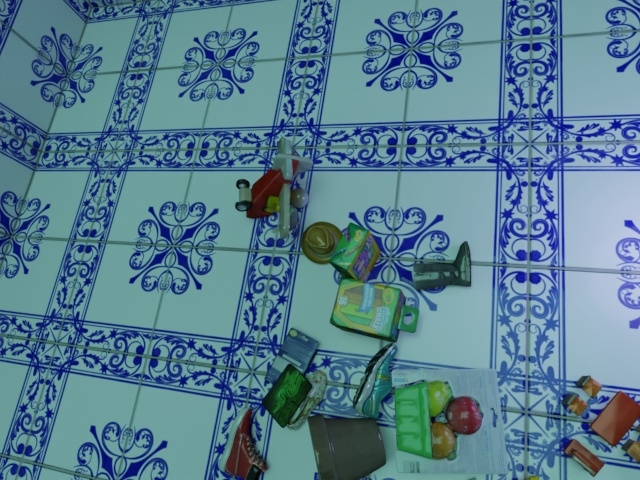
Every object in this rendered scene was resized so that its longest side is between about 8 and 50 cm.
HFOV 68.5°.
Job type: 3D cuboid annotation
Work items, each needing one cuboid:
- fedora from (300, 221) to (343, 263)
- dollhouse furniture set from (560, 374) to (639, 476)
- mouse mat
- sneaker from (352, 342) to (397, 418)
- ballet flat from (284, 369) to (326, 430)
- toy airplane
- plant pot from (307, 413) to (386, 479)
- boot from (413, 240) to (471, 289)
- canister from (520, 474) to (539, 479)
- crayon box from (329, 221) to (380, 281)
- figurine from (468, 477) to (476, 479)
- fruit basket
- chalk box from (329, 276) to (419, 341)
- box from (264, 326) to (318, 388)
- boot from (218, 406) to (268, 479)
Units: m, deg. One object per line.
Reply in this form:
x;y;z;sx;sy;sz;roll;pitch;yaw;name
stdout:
0.000;0.000;1.918;0.194;0.079;0.194;-5;71;15;fedora
0.861;0.578;1.417;0.262;0.135;0.259;39;86;25;dollhouse furniture set
-0.126;0.570;1.733;0.153;0.007;0.189;32;85;43;mouse mat
0.211;0.497;1.676;0.110;0.107;0.275;29;72;-2;sneaker
-0.054;0.590;1.729;0.091;0.077;0.241;25;80;24;ballet flat
-0.149;-0.225;1.941;0.384;0.273;0.386;29;96;55;toy airplane
0.091;0.698;1.570;0.229;0.263;0.263;-12;67;-5;plant pot
0.453;0.094;1.758;0.209;0.076;0.189;-2;69;24;boot
0.608;0.812;1.449;0.170;0.073;0.126;-20;66;11;canister
0.135;0.061;1.745;0.081;0.278;0.165;25;80;22;crayon box
0.432;0.879;1.480;0.210;0.092;0.214;-16;66;3;figurine
0.420;0.595;1.563;0.353;0.165;0.326;-1;71;0;fruit basket
0.208;0.260;1.708;0.289;0.179;0.180;9;75;20;chalk box
-0.106;0.464;1.811;0.136;0.036;0.225;24;82;23;box
-0.254;0.755;1.732;0.176;0.088;0.244;14;82;19;boot
